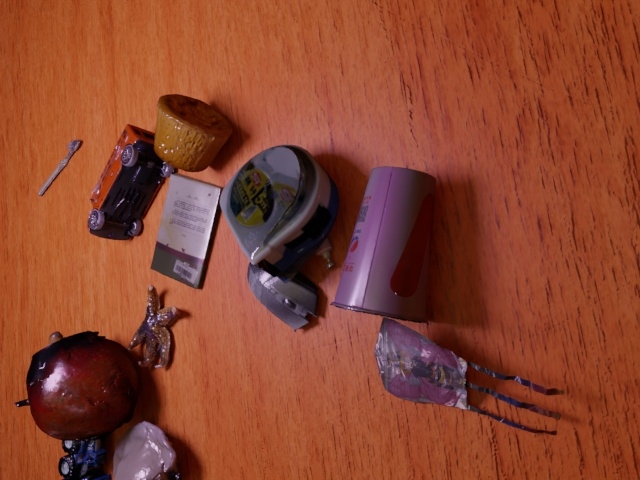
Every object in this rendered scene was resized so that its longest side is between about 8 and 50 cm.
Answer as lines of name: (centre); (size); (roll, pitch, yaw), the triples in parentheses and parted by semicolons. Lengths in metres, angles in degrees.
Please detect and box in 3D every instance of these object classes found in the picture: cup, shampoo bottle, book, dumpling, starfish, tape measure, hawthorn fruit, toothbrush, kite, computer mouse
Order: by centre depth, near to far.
kite: (0.263, 0.267, 0.974); (0.361, 0.022, 0.204); (10, 122, 30)
cup: (0.143, 0.009, 1.027); (0.203, 0.203, 0.288); (7, 84, 32)
tape measure: (-0.093, -0.082, 1.161); (0.262, 0.138, 0.259); (-44, 54, 13)
shampoo bottle: (0.000, 0.000, 1.192); (0.049, 0.034, 0.141); (-29, 73, 18)
computer mouse: (-0.099, 0.119, 1.223); (0.231, 0.071, 0.126); (41, 108, 26)
dumpling: (-0.465, 0.622, 1.388); (0.292, 0.164, 0.204); (-53, 29, 19)
hawthorn fruit: (-0.654, 0.394, 1.422); (0.316, 0.316, 0.315); (-2, 86, 32)
book: (-0.375, -0.029, 1.428); (0.202, 0.026, 0.289); (19, 97, 31)
starfish: (-0.465, 0.242, 1.449); (0.216, 0.071, 0.237); (-9, 92, 25)
toothbrush: (-0.907, -0.248, 1.772); (0.294, 0.028, 0.026); (-42, 66, 28)

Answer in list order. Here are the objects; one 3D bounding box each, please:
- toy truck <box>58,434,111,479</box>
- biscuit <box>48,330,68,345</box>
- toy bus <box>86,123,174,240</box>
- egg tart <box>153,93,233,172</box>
toy truck: (-0.700, 0.666, 1.535); (0.126, 0.113, 0.207); (11, 94, 30)
biscuit: (-0.800, 0.396, 1.601); (0.047, 0.164, 0.207); (-13, 74, -14)
toy bus: (-0.564, -0.161, 1.492); (0.153, 0.143, 0.329); (46, 111, 36)
egg tart: (-0.347, -0.274, 1.336); (0.202, 0.203, 0.147); (45, 118, 26)
